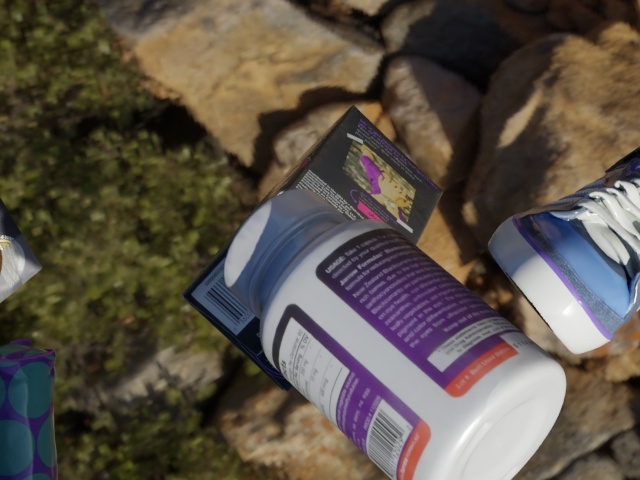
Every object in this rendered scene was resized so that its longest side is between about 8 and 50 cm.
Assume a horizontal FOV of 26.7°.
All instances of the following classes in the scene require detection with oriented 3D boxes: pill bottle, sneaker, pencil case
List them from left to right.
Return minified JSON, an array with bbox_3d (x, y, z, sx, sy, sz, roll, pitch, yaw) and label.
[{"bbox_3d":[-0.214,0.149,0.949,0.064,0.070,0.152,-1,94,6],"label":"pencil case"},{"bbox_3d":[0.034,0.056,0.765,0.193,0.108,0.108,41,127,30],"label":"pill bottle"},{"bbox_3d":[0.280,-0.030,1.124,0.236,0.323,0.130,-41,78,16],"label":"sneaker"}]

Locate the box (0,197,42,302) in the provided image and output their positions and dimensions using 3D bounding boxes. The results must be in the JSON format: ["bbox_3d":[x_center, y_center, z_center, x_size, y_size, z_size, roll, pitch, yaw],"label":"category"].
[{"bbox_3d":[-0.526,-0.108,1.578,0.395,0.097,0.318,20,142,43],"label":"box"}]

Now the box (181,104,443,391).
[{"bbox_3d":[0.000,0.000,1.365,0.143,0.270,0.165,43,117,-4],"label":"box"}]

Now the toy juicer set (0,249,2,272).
[{"bbox_3d":[-0.402,0.000,1.127,0.209,0.329,0.089,22,89,25],"label":"toy juicer set"}]
